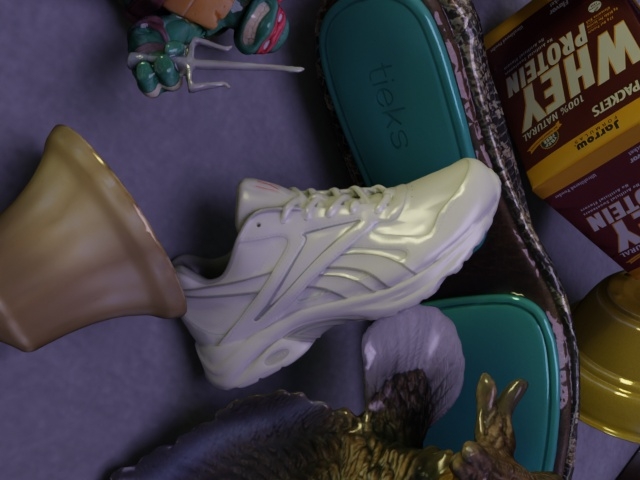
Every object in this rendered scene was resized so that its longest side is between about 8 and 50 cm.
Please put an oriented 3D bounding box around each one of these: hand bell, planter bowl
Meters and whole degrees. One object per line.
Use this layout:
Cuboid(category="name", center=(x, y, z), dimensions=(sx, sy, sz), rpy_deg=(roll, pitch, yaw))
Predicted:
Cuboid(category="hand bell", center=(-0.203, 0.055, 0.414), dimensions=(0.242, 0.126, 0.126), rpy_deg=(-35, 114, -20))
Cuboid(category="planter bowl", center=(0.311, 0.085, 0.753), dimensions=(0.217, 0.217, 0.090), rpy_deg=(-27, 126, -37))

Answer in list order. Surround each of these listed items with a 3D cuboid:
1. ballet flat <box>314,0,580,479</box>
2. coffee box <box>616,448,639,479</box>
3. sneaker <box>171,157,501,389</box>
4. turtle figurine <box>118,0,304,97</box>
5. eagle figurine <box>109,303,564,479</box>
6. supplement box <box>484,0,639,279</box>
Cuboid(category="ballet flat", center=(0.120, 0.015, 0.654), dimensions=(0.182, 0.164, 0.482), rpy_deg=(-31, 111, -57))
Cuboid(category="coffee box", center=(0.462, 0.277, 0.952), dimensions=(0.247, 0.141, 0.098), rpy_deg=(-35, 114, -35))
Cuboid(category="sneaker", center=(0.000, 0.000, 0.517), dimensions=(0.232, 0.090, 0.115), rpy_deg=(-31, 104, 7))
Cuboid(category="turtle figurine", center=(-0.085, -0.163, 0.479), dimensions=(0.234, 0.118, 0.175), rpy_deg=(25, 77, -27))
Cuboid(category="eagle figurine", center=(0.004, 0.198, 0.518), dimensions=(0.226, 0.298, 0.225), rpy_deg=(61, 26, 6))
Cuboid(category="supplement box", center=(0.263, -0.104, 0.719), dimensions=(0.191, 0.129, 0.194), rpy_deg=(31, 37, -37))
